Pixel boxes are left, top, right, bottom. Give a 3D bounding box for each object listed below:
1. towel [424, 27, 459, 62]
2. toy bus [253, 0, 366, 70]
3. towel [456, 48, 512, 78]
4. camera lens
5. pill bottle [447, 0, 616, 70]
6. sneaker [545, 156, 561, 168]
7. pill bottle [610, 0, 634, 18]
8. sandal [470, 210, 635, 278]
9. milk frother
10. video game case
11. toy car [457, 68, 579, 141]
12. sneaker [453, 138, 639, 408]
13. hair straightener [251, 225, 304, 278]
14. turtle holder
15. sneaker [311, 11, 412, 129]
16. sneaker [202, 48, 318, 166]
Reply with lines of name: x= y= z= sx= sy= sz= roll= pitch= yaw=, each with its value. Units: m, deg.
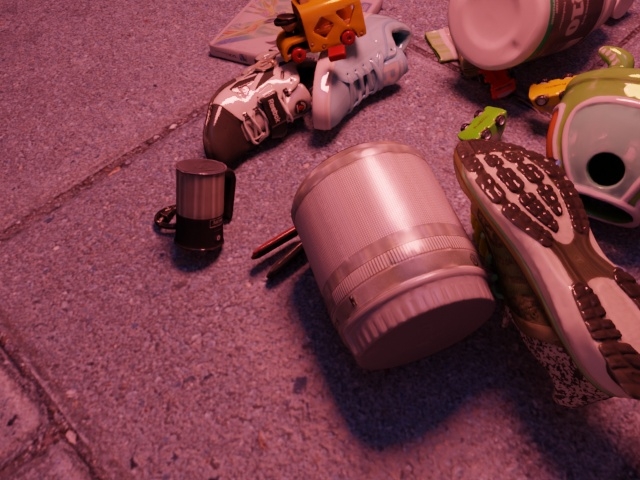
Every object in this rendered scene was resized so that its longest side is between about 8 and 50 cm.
towel: x=0.323 y=-0.450 z=1.303 sx=0.152 sy=0.023 sz=0.113 roll=-13 pitch=52 yaw=-6
toy bus: x=-0.018 y=-0.411 z=1.085 sx=0.191 sy=0.104 sz=0.202 roll=10 pitch=47 yaw=31
towel: x=0.346 y=-0.419 z=1.256 sx=0.110 sy=0.027 sz=0.148 roll=-6 pitch=69 yaw=0
camera lens: x=0.094 y=0.015 z=0.822 sx=0.219 sy=0.219 sz=0.274 roll=-17 pitch=61 yaw=-10
pill bottle: x=0.435 y=-0.471 z=1.157 sx=0.361 sy=0.204 sz=0.204 roll=-27 pitch=54 yaw=-38
sneaker: x=0.321 y=-0.111 z=0.952 sx=0.078 sy=0.188 sz=0.067 roll=31 pitch=89 yaw=-15
pill bottle: x=0.624 y=-0.585 z=1.335 sx=0.108 sy=0.108 sz=0.180 roll=-33 pitch=57 yaw=-20
sandal: x=0.350 y=0.026 z=0.880 sx=0.138 sy=0.126 sz=0.317 roll=-22 pitch=62 yaw=-17
milk frother: x=-0.222 y=-0.071 z=0.974 sx=0.143 sy=0.135 sz=0.129 roll=10 pitch=23 yaw=8
video game case: x=-0.051 y=-0.508 z=1.364 sx=0.299 sy=0.036 sz=0.329 roll=18 pitch=56 yaw=17
toy car: x=0.351 y=-0.247 z=1.110 sx=0.225 sy=0.053 sz=0.239 roll=-43 pitch=40 yaw=-13
sneaker: x=0.266 y=0.041 z=0.762 sx=0.158 sy=0.182 sz=0.410 roll=-6 pitch=57 yaw=-26
hair straightener: x=0.000 y=0.000 z=0.973 sx=0.230 sy=0.047 sz=0.089 roll=-32 pitch=78 yaw=-26
turtle holder: x=0.520 y=-0.133 z=0.927 sx=0.320 sy=0.243 sz=0.227 roll=28 pitch=85 yaw=5
sneaker: x=0.094 y=-0.353 z=1.172 sx=0.150 sy=0.135 sz=0.366 roll=12 pitch=54 yaw=18
sneaker: x=-0.100 y=-0.261 z=1.111 sx=0.146 sy=0.122 sz=0.331 roll=12 pitch=54 yaw=25
